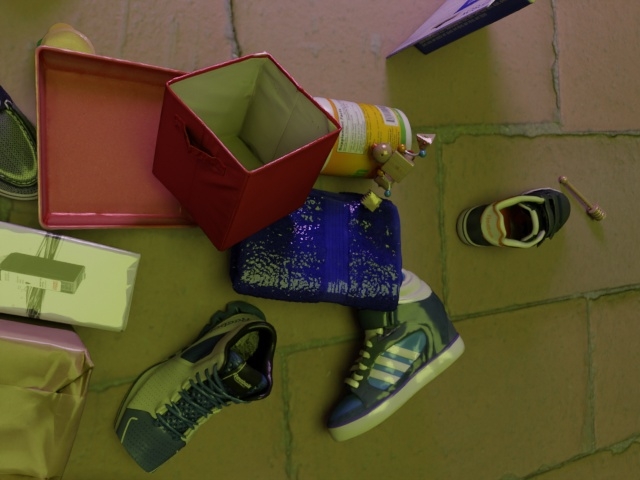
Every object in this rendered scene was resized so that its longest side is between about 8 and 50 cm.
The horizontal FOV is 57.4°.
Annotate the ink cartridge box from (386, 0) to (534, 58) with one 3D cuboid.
[{"bbox_3d":[0.313,-0.456,1.108,0.072,0.304,0.307,46,72,-19],"label":"ink cartridge box"}]

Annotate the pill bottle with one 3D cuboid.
[{"bbox_3d":[0.029,-0.185,1.058,0.246,0.136,0.136,1,90,-27],"label":"pill bottle"}]

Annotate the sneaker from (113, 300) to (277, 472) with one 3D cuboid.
[{"bbox_3d":[-0.183,0.227,0.932,0.315,0.182,0.127,-47,108,-19],"label":"sneaker"}]

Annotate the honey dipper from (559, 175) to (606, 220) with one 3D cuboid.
[{"bbox_3d":[0.639,-0.104,1.428,0.161,0.030,0.030,37,75,-20],"label":"honey dipper"}]

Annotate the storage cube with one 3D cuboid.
[{"bbox_3d":[-0.119,-0.134,0.880,0.215,0.193,0.183,-33,73,-36],"label":"storage cube"}]

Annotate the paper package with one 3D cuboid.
[{"bbox_3d":[-0.466,0.160,0.708,0.310,0.325,0.168,16,84,-27],"label":"paper package"}]

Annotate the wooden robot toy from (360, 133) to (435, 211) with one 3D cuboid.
[{"bbox_3d":[0.116,-0.137,1.014,0.079,0.076,0.173,37,116,-7],"label":"wooden robot toy"}]

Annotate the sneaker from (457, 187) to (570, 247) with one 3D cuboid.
[{"bbox_3d":[0.465,-0.046,1.289,0.321,0.127,0.126,-14,95,-27],"label":"sneaker"}]

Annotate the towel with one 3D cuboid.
[{"bbox_3d":[0.000,0.000,1.026,0.308,0.076,0.227,7,63,-19],"label":"towel"}]

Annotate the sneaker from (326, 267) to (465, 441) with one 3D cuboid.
[{"bbox_3d":[0.095,0.197,1.122,0.323,0.130,0.236,-35,87,-9],"label":"sneaker"}]

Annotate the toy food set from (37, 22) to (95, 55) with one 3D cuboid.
[{"bbox_3d":[-0.395,-0.290,0.909,0.083,0.020,0.082,36,75,-23],"label":"toy food set"}]

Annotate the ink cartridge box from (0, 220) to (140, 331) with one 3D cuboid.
[{"bbox_3d":[-0.408,0.039,0.807,0.273,0.197,0.114,16,83,-26],"label":"ink cartridge box"}]

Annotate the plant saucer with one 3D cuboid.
[{"bbox_3d":[-0.312,-0.147,0.911,0.259,0.048,0.259,-2,91,-42],"label":"plant saucer"}]

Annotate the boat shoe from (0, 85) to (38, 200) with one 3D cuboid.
[{"bbox_3d":[-0.494,-0.193,0.783,0.127,0.158,0.340,-48,110,-18],"label":"boat shoe"}]
